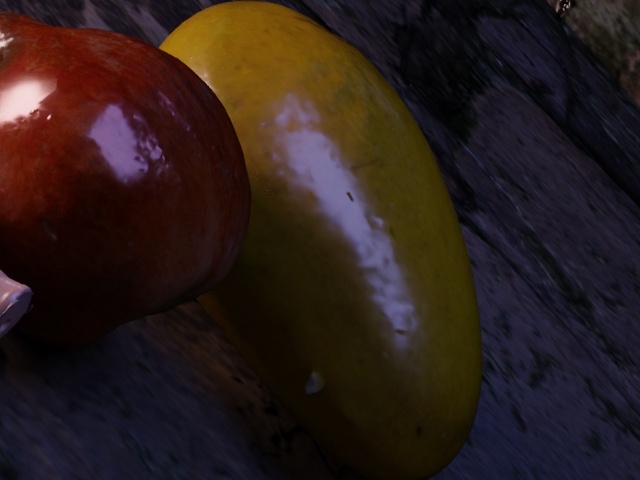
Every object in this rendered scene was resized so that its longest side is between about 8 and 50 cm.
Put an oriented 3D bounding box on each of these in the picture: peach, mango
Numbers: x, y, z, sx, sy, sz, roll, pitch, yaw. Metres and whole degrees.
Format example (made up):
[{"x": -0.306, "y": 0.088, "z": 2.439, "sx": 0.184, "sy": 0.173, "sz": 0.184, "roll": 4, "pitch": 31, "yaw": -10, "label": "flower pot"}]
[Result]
[{"x": -0.176, "y": -0.057, "z": 1.382, "sx": 0.232, "sy": 0.232, "sz": 0.256, "roll": -16, "pitch": 85, "yaw": -61, "label": "peach"}, {"x": 0.000, "y": 0.000, "z": 1.585, "sx": 0.301, "sy": 0.220, "sz": 0.445, "roll": 17, "pitch": 40, "yaw": -57, "label": "mango"}]

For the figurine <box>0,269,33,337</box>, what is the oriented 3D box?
[{"x": -0.313, "y": -0.029, "z": 1.244, "sx": 0.276, "sy": 0.133, "sz": 0.200, "roll": 50, "pitch": 23, "yaw": 1, "label": "figurine"}]
